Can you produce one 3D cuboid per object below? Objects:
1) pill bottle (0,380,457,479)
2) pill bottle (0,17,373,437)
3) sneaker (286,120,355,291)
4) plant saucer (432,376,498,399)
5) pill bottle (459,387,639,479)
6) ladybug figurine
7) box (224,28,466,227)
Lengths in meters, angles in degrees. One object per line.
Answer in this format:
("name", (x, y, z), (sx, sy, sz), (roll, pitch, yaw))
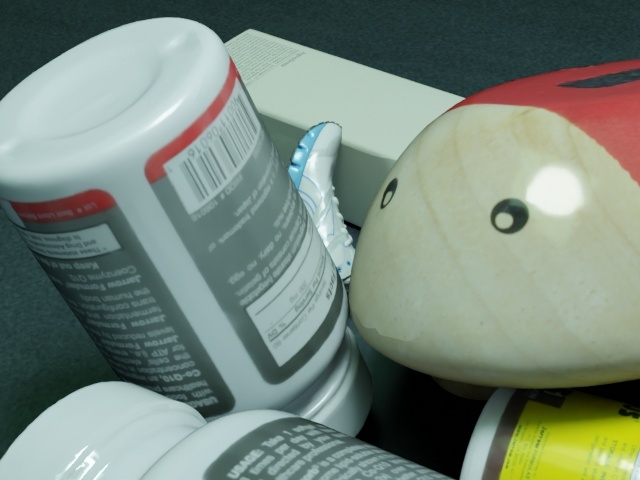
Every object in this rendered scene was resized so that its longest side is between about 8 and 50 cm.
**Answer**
("pill bottle", (0.008, 0.206, 0.599), (0.363, 0.210, 0.210), (19, 45, 29))
("pill bottle", (-0.079, 0.018, 0.774), (0.161, 0.283, 0.161), (-17, 35, 13))
("sneaker", (0.000, 0.000, 0.946), (0.083, 0.071, 0.190), (13, 75, 7))
("plant saucer", (0.120, 0.082, 0.892), (0.083, 0.015, 0.083), (-4, 39, 4))
("pill bottle", (0.195, 0.159, 0.700), (0.215, 0.117, 0.117), (13, 43, 24))
("ladybug figurine", (0.208, -0.033, 0.821), (0.305, 0.162, 0.449), (9, 20, 44))
("box", (0.009, -0.095, 1.070), (0.275, 0.094, 0.113), (25, 48, 34))
